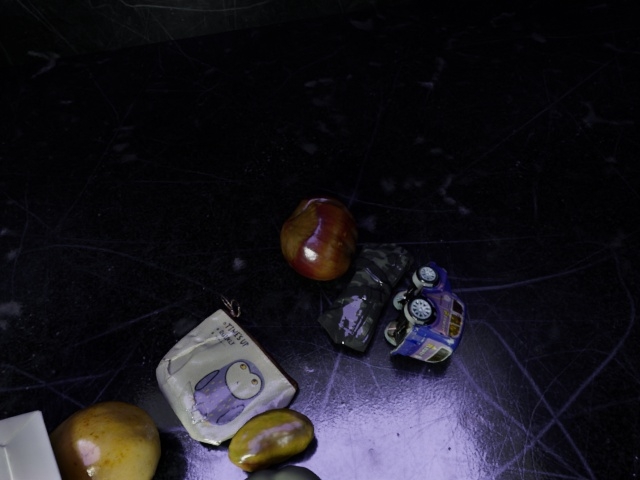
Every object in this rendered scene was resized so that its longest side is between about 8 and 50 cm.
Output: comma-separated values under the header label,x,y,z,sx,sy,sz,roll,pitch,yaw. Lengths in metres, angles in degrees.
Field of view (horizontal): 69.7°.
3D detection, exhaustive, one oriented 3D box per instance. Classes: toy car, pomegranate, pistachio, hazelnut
label,x,y,z,sx,sy,sz,roll,pitch,yaw
toy car,0.268,0.179,1.128,0.158,0.172,0.235,23,55,1
pomegranate,-0.451,0.449,0.947,0.233,0.233,0.233,-2,54,3
pistachio,-0.108,0.428,1.002,0.190,0.100,0.110,-20,59,-11
hazelnut,0.000,0.000,1.256,0.217,0.217,0.251,-1,39,4

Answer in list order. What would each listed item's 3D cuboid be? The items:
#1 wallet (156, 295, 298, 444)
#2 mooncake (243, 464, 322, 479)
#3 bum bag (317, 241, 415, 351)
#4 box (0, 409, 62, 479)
label,x,y,z,sx,sy,sz,roll,pitch,yaw
wallet,-0.240,0.318,1.118,0.275,0.068,0.335,-36,60,-22
mooncake,-0.074,0.572,0.878,0.275,0.135,0.274,0,56,0
bum bag,0.123,0.128,1.212,0.144,0.095,0.340,28,62,13
box,-0.589,0.515,0.838,0.144,0.341,0.225,-3,42,-45
